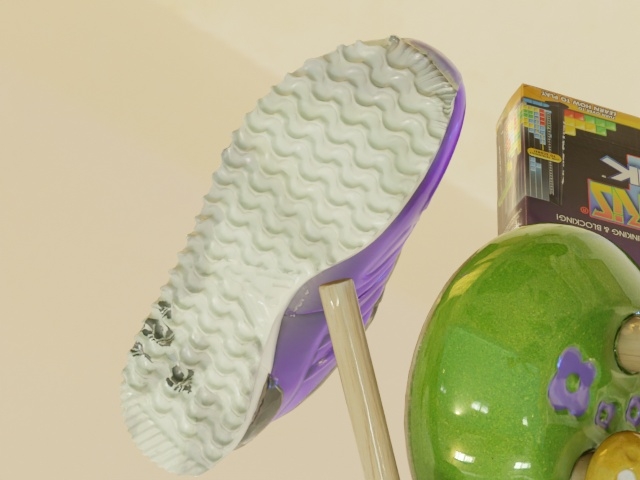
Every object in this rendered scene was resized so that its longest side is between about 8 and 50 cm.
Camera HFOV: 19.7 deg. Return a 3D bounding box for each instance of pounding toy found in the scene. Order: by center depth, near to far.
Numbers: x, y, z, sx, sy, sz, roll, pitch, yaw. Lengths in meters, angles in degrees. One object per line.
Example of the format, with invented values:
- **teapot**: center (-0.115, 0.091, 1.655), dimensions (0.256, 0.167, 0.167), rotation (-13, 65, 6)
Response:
- **pounding toy**: center (0.124, 0.089, 0.903), dimensions (0.237, 0.183, 0.110), rotation (-11, -170, -40)

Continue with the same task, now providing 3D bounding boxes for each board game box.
- **board game box**: center (0.199, -0.017, 1.190), dimensions (0.170, 0.048, 0.141), rotation (14, -133, -13)

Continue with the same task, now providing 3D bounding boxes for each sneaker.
- **sneaker**: center (-0.001, 0.000, 1.065), dimensions (0.102, 0.293, 0.146), rotation (44, -153, 17)
